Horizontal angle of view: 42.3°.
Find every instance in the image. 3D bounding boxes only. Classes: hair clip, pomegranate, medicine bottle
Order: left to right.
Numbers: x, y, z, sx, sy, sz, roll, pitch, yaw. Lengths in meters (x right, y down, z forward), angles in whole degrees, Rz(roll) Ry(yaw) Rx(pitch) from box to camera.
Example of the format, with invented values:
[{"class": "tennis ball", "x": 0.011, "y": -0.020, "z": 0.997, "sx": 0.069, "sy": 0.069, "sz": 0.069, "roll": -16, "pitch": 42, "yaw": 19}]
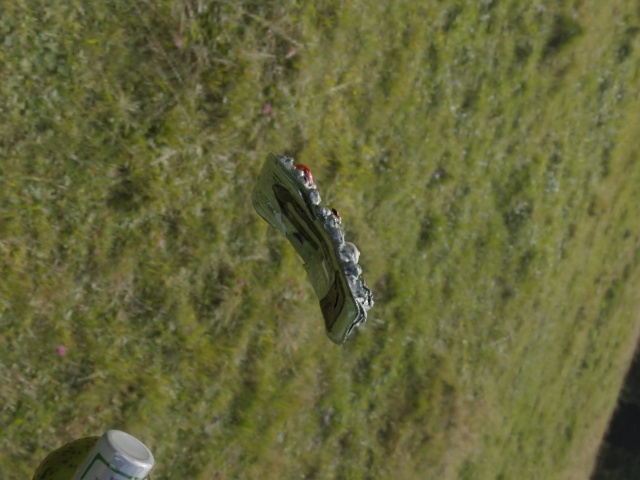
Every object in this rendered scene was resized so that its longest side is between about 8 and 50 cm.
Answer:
[{"class": "medicine bottle", "x": -0.245, "y": 0.296, "z": 0.838, "sx": 0.221, "sy": 0.061, "sz": 0.092, "roll": -55, "pitch": 158, "yaw": 2}, {"class": "pomegranate", "x": -0.405, "y": 0.453, "z": 1.448, "sx": 0.214, "sy": 0.214, "sz": 0.248, "roll": -58, "pitch": -173, "yaw": -27}, {"class": "hair clip", "x": 0.002, "y": 0.000, "z": 1.256, "sx": 0.091, "sy": 0.321, "sz": 0.138, "roll": -11, "pitch": 148, "yaw": -32}]
